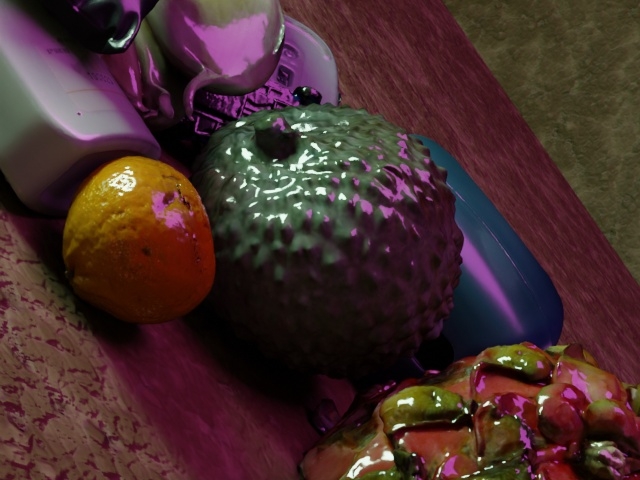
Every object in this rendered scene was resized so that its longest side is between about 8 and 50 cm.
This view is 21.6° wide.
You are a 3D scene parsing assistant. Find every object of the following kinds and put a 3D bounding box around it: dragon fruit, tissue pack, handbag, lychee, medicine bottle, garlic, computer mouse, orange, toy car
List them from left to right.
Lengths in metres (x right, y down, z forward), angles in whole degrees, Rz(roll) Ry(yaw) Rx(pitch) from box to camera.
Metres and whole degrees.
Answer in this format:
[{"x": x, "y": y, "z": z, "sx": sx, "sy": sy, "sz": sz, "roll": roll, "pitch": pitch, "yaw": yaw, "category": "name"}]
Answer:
[{"x": -0.261, "y": -0.163, "z": 1.369, "sx": 0.296, "sy": 0.111, "sz": 0.161, "roll": 55, "pitch": 17, "yaw": 13, "category": "medicine bottle"}, {"x": -0.208, "y": -0.268, "z": 1.393, "sx": 0.211, "sy": 0.089, "sz": 0.254, "roll": 45, "pitch": 22, "yaw": -12, "category": "handbag"}, {"x": -0.142, "y": 0.000, "z": 1.298, "sx": 0.135, "sy": 0.117, "sz": 0.135, "roll": 174, "pitch": -90, "yaw": -77, "category": "orange"}, {"x": -0.159, "y": -0.210, "z": 1.562, "sx": 0.292, "sy": 0.210, "sz": 0.237, "roll": 63, "pitch": 12, "yaw": 19, "category": "garlic"}, {"x": -0.081, "y": -0.125, "z": 1.712, "sx": 0.216, "sy": 0.063, "sz": 0.103, "roll": 23, "pitch": 66, "yaw": -14, "category": "toy car"}, {"x": -0.064, "y": -0.142, "z": 1.859, "sx": 0.159, "sy": 0.097, "sz": 0.288, "roll": 27, "pitch": 44, "yaw": -20, "category": "computer mouse"}, {"x": 0.000, "y": 0.000, "z": 1.493, "sx": 0.255, "sy": 0.255, "sz": 0.274, "roll": -110, "pitch": -178, "yaw": -51, "category": "lychee"}, {"x": 0.099, "y": 0.044, "z": 1.699, "sx": 0.287, "sy": 0.198, "sz": 0.206, "roll": 53, "pitch": 28, "yaw": 1, "category": "tissue pack"}, {"x": 0.178, "y": 0.209, "z": 1.417, "sx": 0.314, "sy": 0.263, "sz": 0.296, "roll": 48, "pitch": 15, "yaw": -6, "category": "dragon fruit"}]
